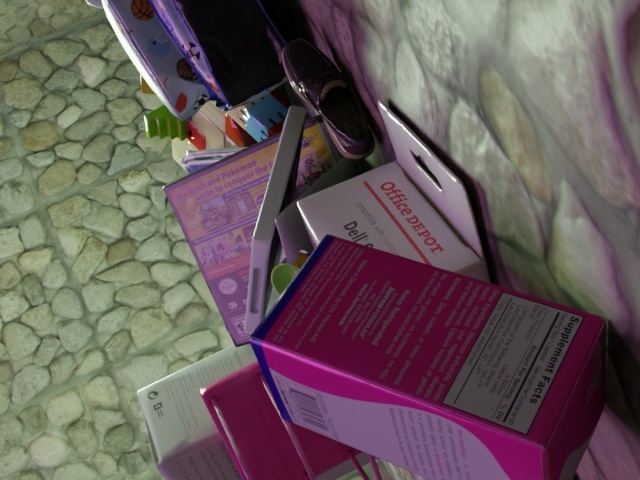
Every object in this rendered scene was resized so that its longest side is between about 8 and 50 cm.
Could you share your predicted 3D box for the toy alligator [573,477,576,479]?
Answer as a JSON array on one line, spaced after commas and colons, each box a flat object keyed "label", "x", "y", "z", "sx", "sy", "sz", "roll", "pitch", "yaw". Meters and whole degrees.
[{"label": "toy alligator", "x": 0.193, "y": 0.202, "z": 0.855, "sx": 0.056, "sy": 0.051, "sz": 0.190, "roll": 60, "pitch": 171, "yaw": 33}]

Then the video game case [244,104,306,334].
[{"label": "video game case", "x": -0.053, "y": -0.022, "z": 1.093, "sx": 0.183, "sy": 0.023, "sz": 0.201, "roll": 101, "pitch": -178, "yaw": -52}]

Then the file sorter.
[{"label": "file sorter", "x": 0.036, "y": 0.242, "z": 1.201, "sx": 0.182, "sy": 0.290, "sz": 0.202, "roll": 48, "pitch": 161, "yaw": 59}]

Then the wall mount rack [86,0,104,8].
[{"label": "wall mount rack", "x": -0.251, "y": -0.484, "z": 1.395, "sx": 0.350, "sy": 0.130, "sz": 0.304, "roll": -86, "pitch": 12, "yaw": -77}]

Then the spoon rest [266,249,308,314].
[{"label": "spoon rest", "x": -0.025, "y": 0.081, "z": 1.139, "sx": 0.084, "sy": 0.137, "sz": 0.276, "roll": 23, "pitch": -144, "yaw": -36}]

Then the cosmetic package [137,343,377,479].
[{"label": "cosmetic package", "x": -0.042, "y": 0.246, "z": 1.394, "sx": 0.156, "sy": 0.385, "sz": 0.217, "roll": 59, "pitch": 173, "yaw": 49}]

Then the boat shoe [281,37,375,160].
[{"label": "boat shoe", "x": 0.012, "y": -0.156, "z": 1.006, "sx": 0.152, "sy": 0.056, "sz": 0.049, "roll": 55, "pitch": 166, "yaw": 10}]

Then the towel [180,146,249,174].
[{"label": "towel", "x": -0.065, "y": -0.033, "z": 1.446, "sx": 0.209, "sy": 0.034, "sz": 0.285, "roll": -1, "pitch": 136, "yaw": 37}]

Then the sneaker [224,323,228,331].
[{"label": "sneaker", "x": -0.071, "y": 0.119, "z": 1.456, "sx": 0.102, "sy": 0.161, "sz": 0.282, "roll": 43, "pitch": 153, "yaw": 42}]

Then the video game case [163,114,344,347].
[{"label": "video game case", "x": -0.055, "y": -0.005, "z": 1.269, "sx": 0.035, "sy": 0.275, "sz": 0.248, "roll": -33, "pitch": -80, "yaw": -57}]

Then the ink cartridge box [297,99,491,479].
[{"label": "ink cartridge box", "x": 0.084, "y": 0.066, "z": 0.928, "sx": 0.207, "sy": 0.119, "sz": 0.353, "roll": -123, "pitch": 11, "yaw": -55}]

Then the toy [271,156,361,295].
[{"label": "toy", "x": 0.000, "y": 0.000, "z": 1.078, "sx": 0.237, "sy": 0.056, "sz": 0.137, "roll": -50, "pitch": -56, "yaw": -61}]

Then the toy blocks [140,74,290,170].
[{"label": "toy blocks", "x": -0.122, "y": -0.165, "z": 1.505, "sx": 0.261, "sy": 0.191, "sz": 0.381, "roll": 44, "pitch": 152, "yaw": 22}]

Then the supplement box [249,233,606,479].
[{"label": "supplement box", "x": 0.079, "y": 0.095, "z": 0.680, "sx": 0.220, "sy": 0.114, "sz": 0.111, "roll": 19, "pitch": 145, "yaw": 28}]

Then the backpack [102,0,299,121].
[{"label": "backpack", "x": -0.144, "y": -0.271, "z": 1.195, "sx": 0.276, "sy": 0.213, "sz": 0.263, "roll": 63, "pitch": -176, "yaw": -6}]
